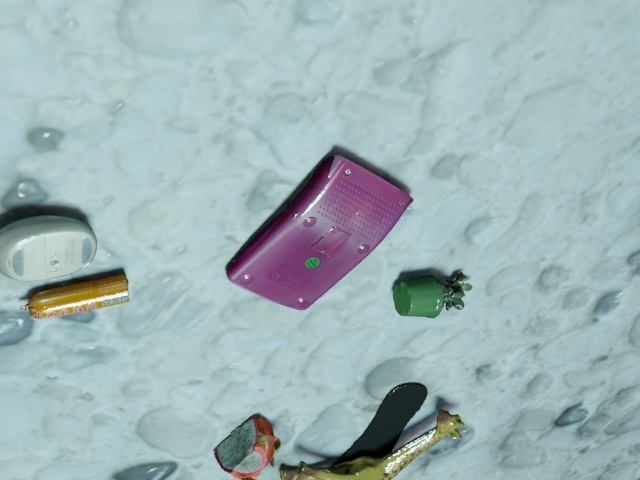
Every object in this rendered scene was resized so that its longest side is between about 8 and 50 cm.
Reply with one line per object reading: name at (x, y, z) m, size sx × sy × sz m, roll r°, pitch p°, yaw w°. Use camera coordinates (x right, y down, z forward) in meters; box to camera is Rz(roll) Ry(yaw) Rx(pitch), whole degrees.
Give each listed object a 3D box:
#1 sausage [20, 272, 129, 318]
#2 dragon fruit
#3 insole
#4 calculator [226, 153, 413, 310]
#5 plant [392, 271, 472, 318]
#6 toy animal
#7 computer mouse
sausage at (-0.244, 0.058, 1.000) m, size 0.107 × 0.031 × 0.031 m, roll -13°, pitch 134°, yaw -15°
dragon fruit at (-0.084, 0.265, 1.245) m, size 0.083 × 0.056 × 0.060 m, roll -43°, pitch 133°, yaw 14°
insole at (0.070, 0.281, 1.368) m, size 0.086 × 0.005 × 0.253 m, roll 11°, pitch 125°, yaw -33°
calculator at (0.000, 0.000, 1.060) m, size 0.126 × 0.034 × 0.190 m, roll 25°, pitch 117°, yaw -41°
plant at (0.137, 0.064, 1.169) m, size 0.102 × 0.051 × 0.051 m, roll -5°, pitch 132°, yaw -28°
toy animal at (0.063, 0.305, 1.344) m, size 0.275 × 0.054 × 0.149 m, roll -15°, pitch 132°, yaw -8°
computer mouse at (-0.259, 0.004, 0.939) m, size 0.096 × 0.039 × 0.066 m, roll -10°, pitch 134°, yaw -27°
